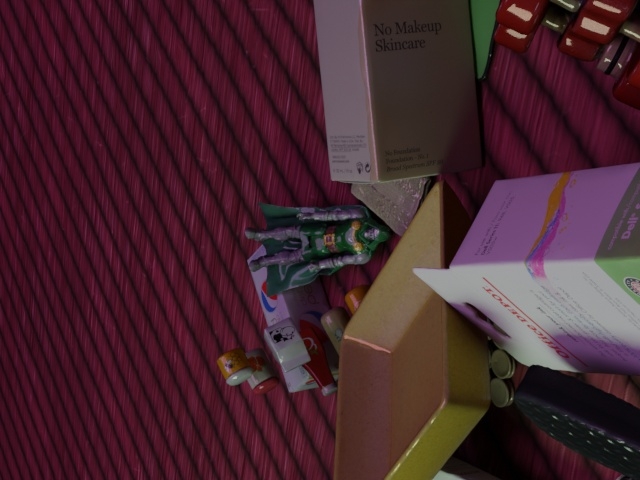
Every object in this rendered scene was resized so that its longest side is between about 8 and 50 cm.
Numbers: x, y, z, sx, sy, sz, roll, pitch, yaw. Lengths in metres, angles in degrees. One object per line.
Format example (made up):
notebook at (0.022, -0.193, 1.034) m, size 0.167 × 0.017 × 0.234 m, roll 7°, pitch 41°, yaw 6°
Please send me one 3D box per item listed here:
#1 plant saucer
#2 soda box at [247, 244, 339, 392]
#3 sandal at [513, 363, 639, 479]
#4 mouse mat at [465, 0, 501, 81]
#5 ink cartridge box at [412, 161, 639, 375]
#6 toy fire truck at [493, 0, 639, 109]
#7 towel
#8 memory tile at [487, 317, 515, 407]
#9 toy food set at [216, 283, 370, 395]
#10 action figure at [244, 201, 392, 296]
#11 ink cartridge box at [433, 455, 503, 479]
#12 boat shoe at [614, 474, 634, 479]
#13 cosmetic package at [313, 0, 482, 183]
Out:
plant saucer at (0.111, 0.154, 1.599) m, size 0.332 × 0.081 × 0.332 m, roll 120°, pitch 161°, yaw -44°
soda box at (-0.033, 0.106, 1.981) m, size 0.069 × 0.074 × 0.216 m, roll -44°, pitch 59°, yaw 52°
sandal at (0.379, 0.193, 1.255) m, size 0.446 × 0.167 × 0.107 m, roll 23°, pitch 73°, yaw 39°
mouse mat at (0.172, -0.302, 1.630) m, size 0.152 × 0.007 × 0.189 m, roll 48°, pitch 138°, yaw 45°
ink cartridge box at (0.276, 0.034, 1.333) m, size 0.353 × 0.207 × 0.119 m, roll -4°, pitch 51°, yaw 58°
toy fire truck at (0.289, -0.274, 1.267) m, size 0.254 × 0.169 × 0.302 m, roll -64°, pitch -5°, yaw 3°
towel at (0.092, -0.075, 1.792) m, size 0.148 × 0.027 × 0.110 m, roll 45°, pitch 131°, yaw 45°
memory tile at (0.201, 0.122, 1.670) m, size 0.113 × 0.012 × 0.148 m, roll 19°, pitch 111°, yaw 55°
toy food set at (-0.015, 0.163, 1.852) m, size 0.104 × 0.232 × 0.111 m, roll 60°, pitch 166°, yaw 18°
action figure at (0.000, 0.000, 1.878) m, size 0.232 × 0.063 × 0.137 m, roll -9°, pitch 90°, yaw 37°
ink cartridge box at (0.186, 0.367, 1.612) m, size 0.232 × 0.066 × 0.189 m, roll 19°, pitch 112°, yaw 58°
boat shoe at (0.328, 0.280, 1.435) m, size 0.219 × 0.078 × 0.070 m, roll -49°, pitch 57°, yaw 52°
cosmetic package at (0.089, -0.230, 1.630) m, size 0.113 × 0.160 × 0.309 m, roll 8°, pitch 106°, yaw 59°
